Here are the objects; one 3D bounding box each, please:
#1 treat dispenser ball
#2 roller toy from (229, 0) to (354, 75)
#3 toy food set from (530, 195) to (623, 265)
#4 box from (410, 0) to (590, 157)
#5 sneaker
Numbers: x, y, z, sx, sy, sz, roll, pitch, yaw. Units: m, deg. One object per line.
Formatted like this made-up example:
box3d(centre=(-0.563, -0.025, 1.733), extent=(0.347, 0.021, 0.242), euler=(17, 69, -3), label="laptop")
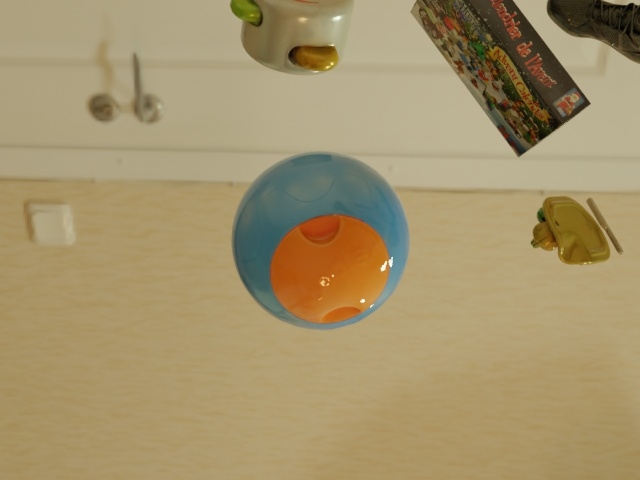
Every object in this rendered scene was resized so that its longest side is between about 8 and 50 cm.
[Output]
box3d(centre=(0.000, 0.000, 1.503), extent=(0.288, 0.288, 0.288), euler=(2, 90, -85), label="treat dispenser ball")
box3d(centre=(-0.041, -0.384, 1.646), extent=(0.191, 0.209, 0.146), euler=(-53, 161, -49), label="roller toy")
box3d(centre=(0.404, -0.003, 1.522), extent=(0.217, 0.071, 0.128), euler=(-3, 59, -52), label="toy food set")
box3d(centre=(0.205, -0.220, 1.104), extent=(0.233, 0.044, 0.159), euler=(54, -9, 3), label="box")
box3d(centre=(0.511, -0.388, 1.616), extent=(0.130, 0.227, 0.087), euler=(141, -26, -79), label="sneaker")
